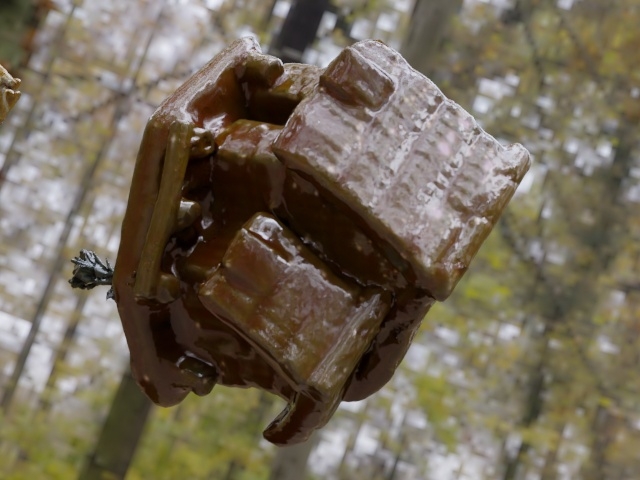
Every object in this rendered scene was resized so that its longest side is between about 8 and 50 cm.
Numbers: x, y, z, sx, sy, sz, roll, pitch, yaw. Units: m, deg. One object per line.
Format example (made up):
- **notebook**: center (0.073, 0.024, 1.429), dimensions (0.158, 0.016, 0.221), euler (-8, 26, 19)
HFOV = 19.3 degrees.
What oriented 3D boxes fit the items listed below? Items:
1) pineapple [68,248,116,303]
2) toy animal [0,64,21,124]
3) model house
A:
- **pineapple**: center (-0.172, 0.046, 1.695), dimensions (0.124, 0.058, 0.058), euler (17, -16, -15)
- **toy animal**: center (-0.320, -0.151, 1.744), dimensions (0.083, 0.060, 0.081), euler (40, -28, 12)
- **model house**: center (-0.001, 0.000, 1.216), dimensions (0.229, 0.199, 0.220), euler (5, -52, 40)
